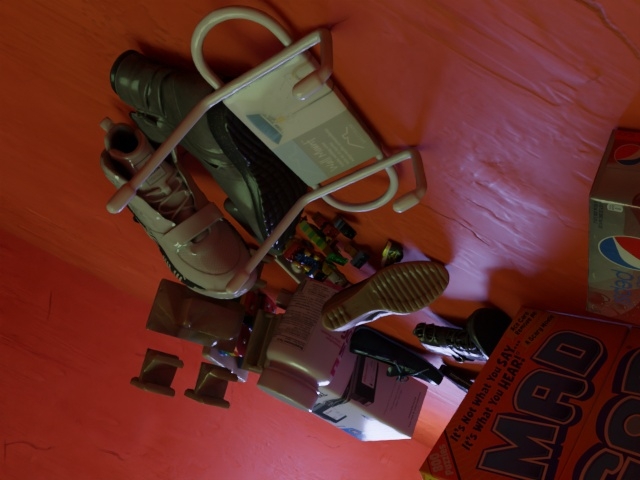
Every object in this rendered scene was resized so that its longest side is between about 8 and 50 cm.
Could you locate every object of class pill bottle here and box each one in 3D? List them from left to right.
[{"bbox_3d":[-0.022,0.225,1.349,0.160,0.283,0.160,23,161,9],"label":"pill bottle"}]

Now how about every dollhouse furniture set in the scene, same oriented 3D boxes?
[{"bbox_3d":[-0.232,0.211,1.468,0.394,0.362,0.256,23,164,-28],"label":"dollhouse furniture set"}]

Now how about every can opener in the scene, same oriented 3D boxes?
[{"bbox_3d":[-0.102,-0.013,1.161,0.095,0.076,0.283,9,153,38],"label":"can opener"}]

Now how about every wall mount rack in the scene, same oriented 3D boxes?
[{"bbox_3d":[-0.058,-0.082,0.716,0.304,0.130,0.350,-24,134,26],"label":"wall mount rack"}]

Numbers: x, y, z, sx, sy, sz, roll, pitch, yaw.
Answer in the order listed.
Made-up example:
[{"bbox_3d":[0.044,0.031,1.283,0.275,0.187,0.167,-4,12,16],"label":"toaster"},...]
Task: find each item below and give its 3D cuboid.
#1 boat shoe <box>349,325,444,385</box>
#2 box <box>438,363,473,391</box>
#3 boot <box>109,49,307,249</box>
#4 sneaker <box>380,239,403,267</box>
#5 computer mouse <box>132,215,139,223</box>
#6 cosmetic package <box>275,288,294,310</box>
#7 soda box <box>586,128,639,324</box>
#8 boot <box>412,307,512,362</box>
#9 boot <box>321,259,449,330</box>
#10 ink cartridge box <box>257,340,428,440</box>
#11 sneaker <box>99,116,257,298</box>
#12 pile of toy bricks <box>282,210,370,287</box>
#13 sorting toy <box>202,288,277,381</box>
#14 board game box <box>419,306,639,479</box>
[{"bbox_3d":[0.196,0.325,1.591,0.258,0.089,0.109,26,160,18],"label":"boat shoe"},{"bbox_3d":[0.392,0.385,1.558,0.116,0.029,0.162,41,170,-35],"label":"box"},{"bbox_3d":[-0.154,-0.134,0.899,0.222,0.118,0.338,20,149,26],"label":"boot"},{"bbox_3d":[0.126,0.031,1.048,0.035,0.031,0.083,21,160,15],"label":"sneaker"},{"bbox_3d":[-0.404,-0.021,1.570,0.193,0.042,0.106,35,158,-22],"label":"computer mouse"},{"bbox_3d":[-0.063,0.178,1.645,0.115,0.041,0.060,24,160,9],"label":"cosmetic package"},{"bbox_3d":[0.337,0.001,0.630,0.092,0.083,0.263,16,158,30],"label":"soda box"},{"bbox_3d":[0.280,0.200,1.194,0.229,0.091,0.263,5,154,44],"label":"boot"},{"bbox_3d":[0.121,0.092,1.119,0.090,0.248,0.207,67,-167,1],"label":"boot"},{"bbox_3d":[0.057,0.414,1.730,0.395,0.166,0.285,32,150,-13],"label":"ink cartridge box"},{"bbox_3d":[-0.256,-0.059,1.035,0.366,0.137,0.210,45,164,20],"label":"sneaker"},{"bbox_3d":[0.000,0.000,1.061,0.105,0.118,0.212,48,-170,30],"label":"pile of toy bricks"},{"bbox_3d":[-0.218,0.255,1.743,0.089,0.256,0.257,1,152,19],"label":"sorting toy"},{"bbox_3d":[0.428,0.373,0.900,0.356,0.356,0.356,8,132,43],"label":"board game box"}]
